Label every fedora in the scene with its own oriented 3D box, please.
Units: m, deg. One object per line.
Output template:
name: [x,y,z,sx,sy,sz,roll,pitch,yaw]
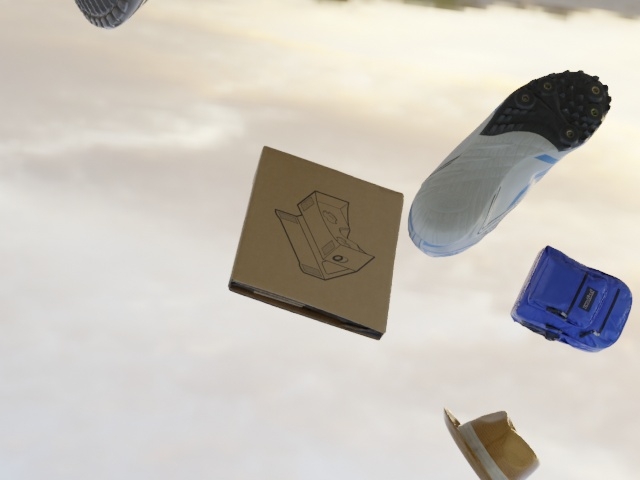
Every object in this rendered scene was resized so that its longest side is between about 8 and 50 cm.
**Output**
fedora: [0.242,0.284,2.342,0.079,0.194,0.194,-36,-164,4]

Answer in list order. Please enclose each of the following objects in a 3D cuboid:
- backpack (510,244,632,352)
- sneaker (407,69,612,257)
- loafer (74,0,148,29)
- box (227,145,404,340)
backpack: [0.284,0.073,1.925,0.120,0.098,0.101,26,177,1]
sneaker: [0.174,-0.075,1.634,0.085,0.237,0.086,49,172,6]
loafer: [-0.110,-0.217,1.153,0.092,0.102,0.268,-32,-175,-25]
box: [0.000,0.000,1.777,0.164,0.021,0.201,19,-135,-8]
